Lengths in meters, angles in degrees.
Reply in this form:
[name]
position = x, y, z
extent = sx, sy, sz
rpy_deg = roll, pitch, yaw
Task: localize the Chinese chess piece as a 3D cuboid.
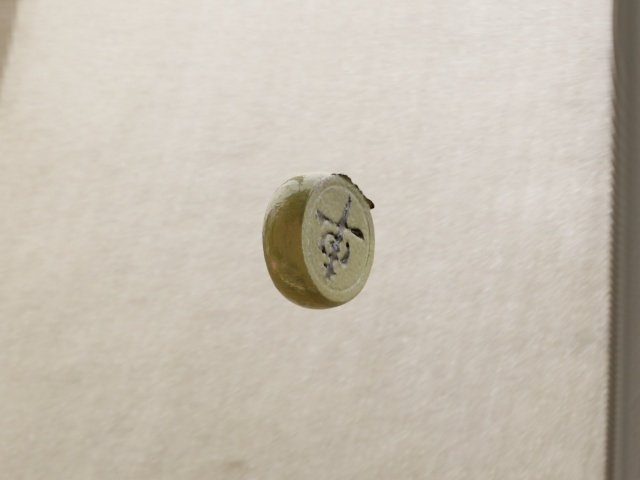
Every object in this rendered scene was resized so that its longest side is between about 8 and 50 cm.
[Chinese chess piece]
position = 0.000, 0.000, 1.037
extent = 0.034, 0.084, 0.084
rpy_deg = -3, -84, 36
